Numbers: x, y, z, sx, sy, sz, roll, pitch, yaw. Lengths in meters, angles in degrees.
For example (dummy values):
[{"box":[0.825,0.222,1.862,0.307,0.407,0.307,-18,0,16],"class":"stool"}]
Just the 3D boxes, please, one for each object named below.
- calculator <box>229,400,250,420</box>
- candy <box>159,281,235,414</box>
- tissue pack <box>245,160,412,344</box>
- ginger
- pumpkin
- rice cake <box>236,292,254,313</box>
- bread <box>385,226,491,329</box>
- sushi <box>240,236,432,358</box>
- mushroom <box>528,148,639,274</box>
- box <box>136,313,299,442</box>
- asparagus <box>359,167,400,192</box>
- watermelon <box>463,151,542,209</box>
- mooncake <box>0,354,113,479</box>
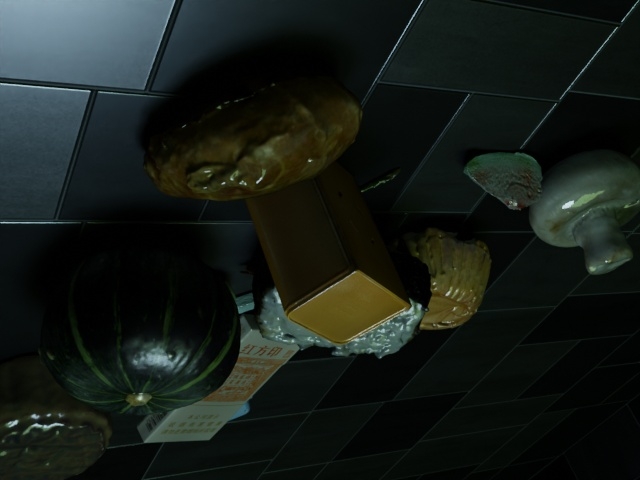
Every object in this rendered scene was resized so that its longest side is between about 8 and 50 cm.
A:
[{"box":[-0.257,0.401,1.996,0.210,0.039,0.121,-22,150,-3],"class":"calculator"},{"box":[-0.252,0.210,1.620,0.092,0.093,0.335,21,118,-12],"class":"candy"},{"box":[0.000,0.000,1.344,0.145,0.274,0.194,-32,146,14],"class":"tissue pack"},{"box":[-0.095,-0.142,1.189,0.322,0.172,0.165,-17,108,-3],"class":"ginger"},{"box":[-0.293,0.153,1.400,0.324,0.241,0.323,-5,140,-4],"class":"pumpkin"},{"box":[-0.084,0.106,1.677,0.180,0.030,0.042,-15,149,-10],"class":"rice cake"},{"box":[0.223,0.089,1.735,0.274,0.149,0.274,-11,149,-7],"class":"bread"},{"box":[0.024,0.097,1.543,0.344,0.181,0.196,7,127,-4],"class":"sushi"},{"box":[0.529,-0.047,1.647,0.244,0.243,0.243,-16,147,-11],"class":"mushroom"},{"box":[-0.202,0.296,1.801,0.365,0.051,0.205,-47,147,19],"class":"box"},{"box":[0.069,-0.087,1.501,0.163,0.016,0.016,-24,129,4],"class":"asparagus"},{"box":[0.326,-0.112,1.564,0.180,0.094,0.081,14,138,-22],"class":"watermelon"},{"box":[-0.547,0.351,1.634,0.291,0.161,0.290,-16,145,-11],"class":"mooncake"}]
